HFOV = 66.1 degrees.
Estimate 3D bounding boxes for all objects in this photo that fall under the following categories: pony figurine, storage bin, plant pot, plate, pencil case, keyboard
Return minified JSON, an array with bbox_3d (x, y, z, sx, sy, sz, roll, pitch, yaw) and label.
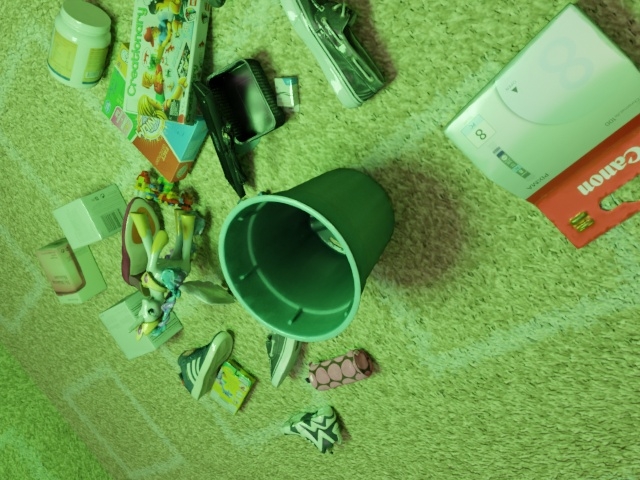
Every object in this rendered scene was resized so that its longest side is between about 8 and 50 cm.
[{"bbox_3d":[-0.443,0.092,1.487,0.302,0.351,0.364,11,101,21],"label":"pony figurine"},{"bbox_3d":[-0.182,-0.343,1.216,0.122,0.084,0.180,-22,103,20],"label":"storage bin"},{"bbox_3d":[0.000,0.000,1.148,0.340,0.334,0.342,13,120,24],"label":"plant pot"},{"bbox_3d":[-0.238,-0.322,1.314,0.188,0.024,0.188,13,119,24],"label":"plate"},{"bbox_3d":[0.055,0.386,1.473,0.209,0.095,0.098,-29,83,35],"label":"pencil case"},{"bbox_3d":[-0.240,-0.239,1.250,0.201,0.033,0.317,50,161,41],"label":"keyboard"}]

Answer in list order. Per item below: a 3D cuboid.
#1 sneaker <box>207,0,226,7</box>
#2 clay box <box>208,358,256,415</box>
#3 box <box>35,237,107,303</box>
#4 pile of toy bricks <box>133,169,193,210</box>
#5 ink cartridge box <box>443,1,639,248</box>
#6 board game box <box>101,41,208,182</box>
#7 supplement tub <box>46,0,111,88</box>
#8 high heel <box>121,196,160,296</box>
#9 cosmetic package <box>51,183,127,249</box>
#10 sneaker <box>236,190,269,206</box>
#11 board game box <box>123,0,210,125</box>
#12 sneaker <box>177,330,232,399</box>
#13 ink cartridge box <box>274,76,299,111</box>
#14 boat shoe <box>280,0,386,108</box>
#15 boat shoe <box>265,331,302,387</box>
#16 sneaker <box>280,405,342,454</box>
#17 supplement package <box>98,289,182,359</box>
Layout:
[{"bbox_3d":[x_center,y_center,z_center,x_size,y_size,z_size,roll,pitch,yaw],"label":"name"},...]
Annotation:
[{"bbox_3d":[-0.302,-0.643,1.155,0.106,0.078,0.234,-24,97,39],"label":"sneaker"},{"bbox_3d":[-0.317,0.526,1.782,0.127,0.053,0.222,36,126,10],"label":"clay box"},{"bbox_3d":[-0.959,0.114,1.894,0.148,0.127,0.233,-5,111,32],"label":"box"},{"bbox_3d":[-0.468,-0.164,1.496,0.212,0.118,0.105,18,95,40],"label":"pile of toy bricks"},{"bbox_3d":[0.477,-0.187,0.928,0.385,0.091,0.308,47,128,3],"label":"ink cartridge box"},{"bbox_3d":[-0.467,-0.357,1.388,0.316,0.064,0.242,45,128,8],"label":"board game box"},{"bbox_3d":[-0.672,-0.546,1.374,0.144,0.144,0.200,42,127,5],"label":"supplement tub"},{"bbox_3d":[-0.635,0.003,1.652,0.181,0.127,0.378,33,125,35],"label":"high heel"},{"bbox_3d":[-0.768,-0.080,1.667,0.183,0.151,0.152,-14,107,33],"label":"cosmetic package"},{"bbox_3d":[-0.207,-0.091,1.392,0.073,0.063,0.162,50,128,2],"label":"sneaker"},{"bbox_3d":[-0.392,-0.461,1.246,0.192,0.053,0.306,14,102,17],"label":"board game box"},{"bbox_3d":[-0.428,0.420,1.748,0.148,0.131,0.350,39,124,15],"label":"sneaker"},{"bbox_3d":[-0.081,-0.355,1.202,0.048,0.028,0.083,8,119,27],"label":"ink cartridge box"},{"bbox_3d":[0.029,-0.452,1.049,0.119,0.121,0.335,-25,111,29],"label":"boat shoe"},{"bbox_3d":[-0.123,0.326,1.533,0.102,0.108,0.301,26,122,16],"label":"boat shoe"},{"bbox_3d":[-0.023,0.658,1.652,0.234,0.094,0.153,-28,90,27],"label":"sneaker"},{"bbox_3d":[-0.657,0.295,1.798,0.194,0.149,0.203,-24,101,36],"label":"supplement package"}]
